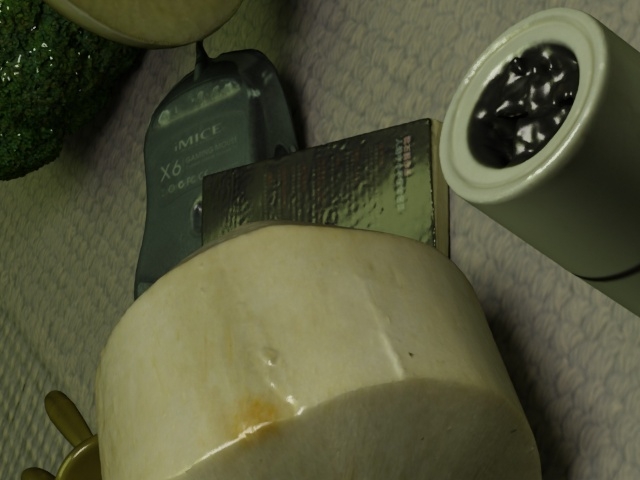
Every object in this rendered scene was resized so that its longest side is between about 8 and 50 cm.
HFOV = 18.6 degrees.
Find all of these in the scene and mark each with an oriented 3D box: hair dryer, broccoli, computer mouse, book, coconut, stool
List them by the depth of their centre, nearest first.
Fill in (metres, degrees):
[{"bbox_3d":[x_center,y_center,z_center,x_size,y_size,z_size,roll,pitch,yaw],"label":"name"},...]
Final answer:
[{"bbox_3d":[0.250,-0.128,1.122,0.362,0.203,0.128,-53,32,9],"label":"hair dryer"},{"bbox_3d":[-0.002,0.146,1.327,0.323,0.323,0.323,-28,57,53],"label":"coconut"},{"bbox_3d":[0.000,0.000,1.542,0.228,0.024,0.160,-13,66,33],"label":"book"},{"bbox_3d":[-0.078,-0.056,1.700,0.167,0.090,0.379,-18,63,32],"label":"computer mouse"},{"bbox_3d":[-0.209,0.210,1.823,0.110,0.134,0.135,34,154,60],"label":"stool"},{"bbox_3d":[-0.328,-0.242,1.991,0.321,0.310,0.413,57,150,36],"label":"broccoli"}]

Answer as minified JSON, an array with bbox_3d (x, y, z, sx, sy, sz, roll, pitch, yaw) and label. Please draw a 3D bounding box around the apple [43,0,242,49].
[{"bbox_3d":[-0.158,-0.364,1.635,0.311,0.360,0.320,-37,15,15],"label":"apple"}]
